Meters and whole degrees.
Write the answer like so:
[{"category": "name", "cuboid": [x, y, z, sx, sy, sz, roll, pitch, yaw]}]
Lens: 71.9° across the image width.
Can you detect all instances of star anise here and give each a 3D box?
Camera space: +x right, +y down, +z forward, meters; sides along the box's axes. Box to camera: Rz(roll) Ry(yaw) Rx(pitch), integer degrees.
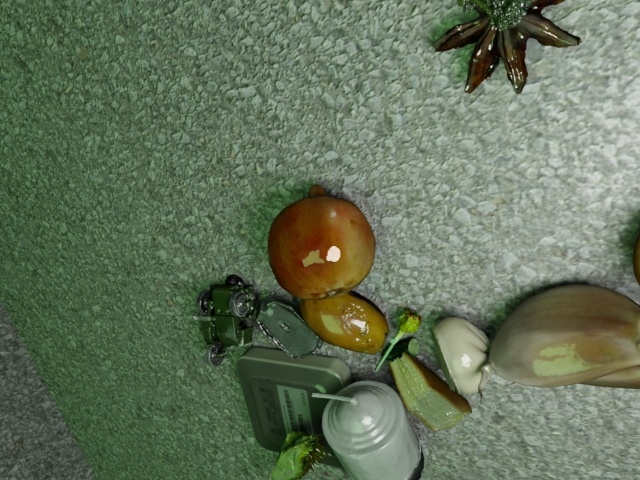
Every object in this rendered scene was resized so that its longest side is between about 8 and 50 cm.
[{"category": "star anise", "cuboid": [0.325, -0.400, 0.776, 0.288, 0.088, 0.288, 9, 105, 34]}]

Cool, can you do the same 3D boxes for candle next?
[{"category": "candle", "cuboid": [0.131, 0.497, 1.125, 0.221, 0.221, 0.343, -2, 129, 28]}]

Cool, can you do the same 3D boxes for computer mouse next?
[{"category": "computer mouse", "cuboid": [-0.084, 0.242, 1.263, 0.231, 0.071, 0.126, 41, 109, -5]}]

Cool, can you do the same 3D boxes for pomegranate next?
[{"category": "pomegranate", "cuboid": [0.000, 0.000, 1.031, 0.252, 0.229, 0.271, -30, 63, 41]}]

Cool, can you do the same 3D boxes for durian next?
[{"category": "durian", "cuboid": [-0.060, 0.626, 1.281, 0.132, 0.106, 0.375, 34, 124, 12]}]

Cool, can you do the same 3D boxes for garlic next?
[{"category": "garlic", "cuboid": [0.499, 0.234, 0.870, 0.340, 0.246, 0.231, -31, 110, 28]}]

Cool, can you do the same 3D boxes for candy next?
[{"category": "candy", "cuboid": [0.188, 0.256, 1.110, 0.194, 0.062, 0.058, -59, 36, 15]}]

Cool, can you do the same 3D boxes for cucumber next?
[{"category": "cucumber", "cuboid": [0.204, 0.288, 1.146, 0.105, 0.048, 0.048, -28, 96, 37]}]

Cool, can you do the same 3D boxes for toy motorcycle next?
[{"category": "toy motorcycle", "cuboid": [-0.277, 0.245, 1.336, 0.205, 0.127, 0.275, -2, 103, 27]}]

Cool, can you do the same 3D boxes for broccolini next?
[{"category": "broccolini", "cuboid": [0.195, -0.476, 0.781, 0.392, 0.078, 0.074, 46, 132, 29]}]

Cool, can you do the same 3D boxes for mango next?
[{"category": "mango", "cuboid": [0.058, 0.204, 1.140, 0.248, 0.151, 0.156, 29, 152, 7]}]

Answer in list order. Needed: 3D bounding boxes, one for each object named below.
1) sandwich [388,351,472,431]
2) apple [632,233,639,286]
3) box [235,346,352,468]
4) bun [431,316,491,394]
[{"category": "sandwich", "cuboid": [0.278, 0.393, 1.102, 0.258, 0.096, 0.094, 40, 112, -9]}, {"category": "apple", "cuboid": [0.651, 0.020, 0.720, 0.173, 0.210, 0.235, 27, 139, -21]}, {"category": "box", "cuboid": [-0.070, 0.514, 1.354, 0.372, 0.090, 0.367, -1, 110, 26]}, {"category": "bun", "cuboid": [0.331, 0.256, 1.002, 0.119, 0.173, 0.173, -18, 102, 7]}]
